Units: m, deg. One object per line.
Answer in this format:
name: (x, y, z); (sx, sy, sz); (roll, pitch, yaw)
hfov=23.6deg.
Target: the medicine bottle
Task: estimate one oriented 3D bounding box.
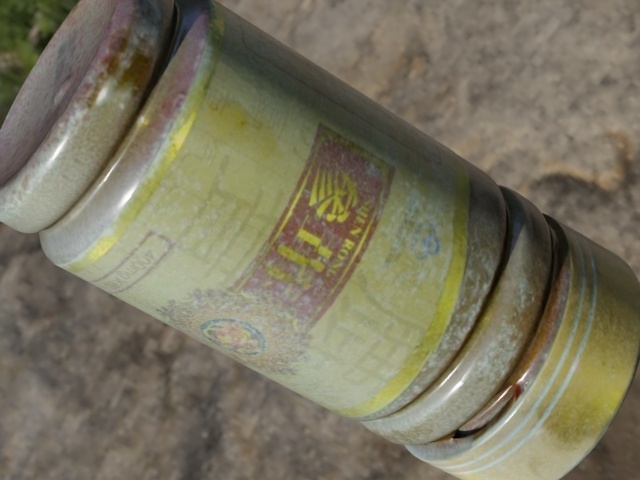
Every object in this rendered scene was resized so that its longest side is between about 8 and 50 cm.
medicine bottle: (0.000, 0.000, 0.790); (0.151, 0.322, 0.151); (-46, 26, 30)
